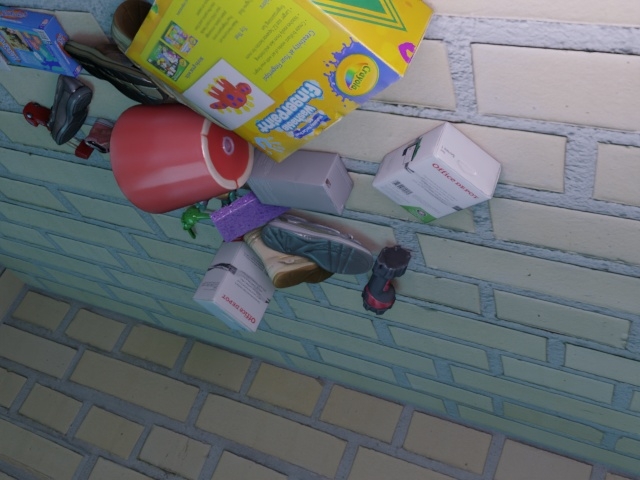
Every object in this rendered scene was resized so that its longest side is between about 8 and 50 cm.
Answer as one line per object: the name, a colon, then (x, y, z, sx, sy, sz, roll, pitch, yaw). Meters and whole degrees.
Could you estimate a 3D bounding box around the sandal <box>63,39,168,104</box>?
sandal: (-0.459, -0.401, 1.573, 0.302, 0.086, 0.120, 31, 165, 23)

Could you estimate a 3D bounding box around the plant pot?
plant pot: (-0.308, -0.205, 1.636, 0.243, 0.275, 0.275, -5, 144, 30)

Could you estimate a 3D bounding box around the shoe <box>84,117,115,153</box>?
shoe: (-0.552, -0.267, 1.908, 0.177, 0.081, 0.063, 22, 155, 5)

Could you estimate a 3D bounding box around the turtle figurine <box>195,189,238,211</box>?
turtle figurine: (-0.278, -0.122, 1.905, 0.175, 0.118, 0.234, 37, 164, -4)

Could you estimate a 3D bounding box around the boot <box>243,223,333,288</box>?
boot: (-0.079, 0.035, 2.039, 0.203, 0.261, 0.095, 50, 131, 30)

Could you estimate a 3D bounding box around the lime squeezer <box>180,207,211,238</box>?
lime squeezer: (-0.393, -0.064, 2.218, 0.109, 0.059, 0.310, 3, 166, -31)

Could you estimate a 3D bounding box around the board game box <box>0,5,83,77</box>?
board game box: (-0.689, -0.476, 1.661, 0.210, 0.047, 0.160, 15, 154, 18)

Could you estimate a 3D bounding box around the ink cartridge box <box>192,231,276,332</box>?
ink cartridge box: (-0.242, 0.120, 2.160, 0.114, 0.273, 0.197, -2, 144, 44)

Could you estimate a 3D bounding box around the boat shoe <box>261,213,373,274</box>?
boat shoe: (-0.002, 0.002, 1.940, 0.320, 0.103, 0.118, 16, 131, 7)

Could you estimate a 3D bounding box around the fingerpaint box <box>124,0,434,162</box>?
fingerpaint box: (-0.091, -0.361, 1.213, 0.371, 0.163, 0.444, 34, 154, -18)

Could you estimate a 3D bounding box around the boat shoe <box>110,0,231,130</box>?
boat shoe: (-0.291, -0.357, 1.469, 0.341, 0.122, 0.110, 43, 156, -14)

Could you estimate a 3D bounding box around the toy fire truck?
toy fire truck: (-0.763, -0.319, 2.035, 0.192, 0.047, 0.135, 23, 155, 2)

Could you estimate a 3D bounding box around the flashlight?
flashlight: (0.189, 0.112, 1.980, 0.103, 0.103, 0.304, 27, 151, 6)

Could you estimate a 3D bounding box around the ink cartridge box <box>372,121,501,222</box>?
ink cartridge box: (0.238, -0.134, 1.443, 0.160, 0.093, 0.219, 34, 153, -20)

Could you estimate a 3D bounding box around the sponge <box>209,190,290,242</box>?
sponge: (-0.178, -0.079, 1.834, 0.031, 0.210, 0.117, 58, 176, 33)

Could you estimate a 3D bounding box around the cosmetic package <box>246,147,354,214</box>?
cosmetic package: (-0.054, -0.146, 1.678, 0.237, 0.107, 0.127, 8, 151, 26)

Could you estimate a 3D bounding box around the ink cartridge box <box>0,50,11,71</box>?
ink cartridge box: (-0.855, -0.494, 1.760, 0.180, 0.060, 0.104, 14, 153, 21)

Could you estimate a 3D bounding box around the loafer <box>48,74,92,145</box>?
loafer: (-0.677, -0.353, 1.861, 0.084, 0.096, 0.267, 47, 142, -4)
